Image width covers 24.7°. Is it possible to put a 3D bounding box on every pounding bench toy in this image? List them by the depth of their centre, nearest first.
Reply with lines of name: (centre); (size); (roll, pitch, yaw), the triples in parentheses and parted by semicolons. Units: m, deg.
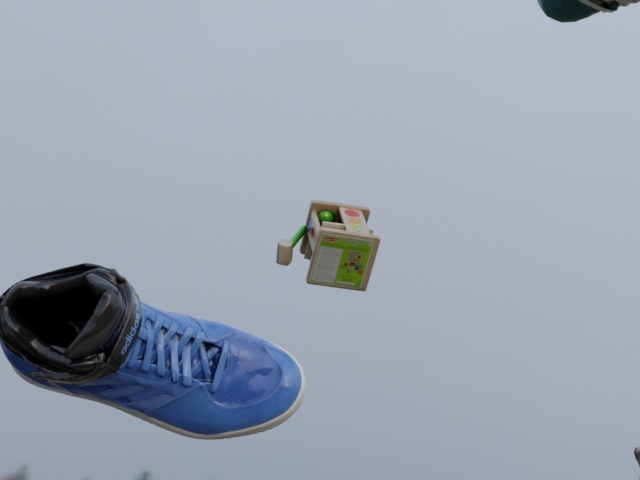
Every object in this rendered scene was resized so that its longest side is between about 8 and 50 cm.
pounding bench toy: (0.000, 0.000, 1.234); (0.083, 0.052, 0.065); (8, 26, -13)

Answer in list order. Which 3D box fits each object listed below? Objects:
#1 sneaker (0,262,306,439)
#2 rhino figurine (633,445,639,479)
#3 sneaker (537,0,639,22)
sneaker: (-0.083, 0.053, 0.699); (0.152, 0.058, 0.084); (14, -19, 5)
rhino figurine: (0.207, 0.182, 0.882); (0.073, 0.106, 0.243); (17, 8, 18)
sneaker: (0.333, -0.287, 1.474); (0.108, 0.121, 0.302); (16, -33, -32)
